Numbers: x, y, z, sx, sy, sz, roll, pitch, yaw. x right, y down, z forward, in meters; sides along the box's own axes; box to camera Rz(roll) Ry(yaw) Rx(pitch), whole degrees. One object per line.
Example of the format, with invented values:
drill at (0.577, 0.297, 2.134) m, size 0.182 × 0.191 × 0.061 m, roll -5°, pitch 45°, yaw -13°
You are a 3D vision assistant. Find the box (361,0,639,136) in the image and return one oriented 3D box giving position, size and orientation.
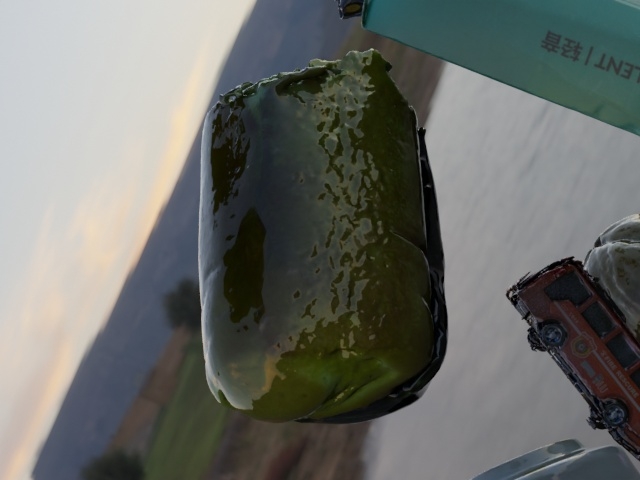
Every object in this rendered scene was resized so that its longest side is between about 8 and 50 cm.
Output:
box at (0.218, -0.218, 1.345) m, size 0.205 × 0.311 × 0.118 m, roll -44°, pitch -26°, yaw -59°

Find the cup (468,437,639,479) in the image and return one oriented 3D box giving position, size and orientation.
cup at (0.295, 0.367, 1.867) m, size 0.347 × 0.347 × 0.163 m, roll 118°, pitch 133°, yaw -65°

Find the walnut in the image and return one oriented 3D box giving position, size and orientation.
walnut at (0.514, 0.079, 2.049) m, size 0.227 × 0.283 × 0.283 m, roll -56°, pitch 0°, yaw -10°

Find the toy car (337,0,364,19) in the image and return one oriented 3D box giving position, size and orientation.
toy car at (0.078, -0.432, 2.259) m, size 0.191 × 0.100 × 0.097 m, roll 121°, pitch 141°, yaw -69°

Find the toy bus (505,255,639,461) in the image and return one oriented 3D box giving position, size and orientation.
toy bus at (0.296, 0.125, 1.504) m, size 0.096 × 0.235 × 0.073 m, roll -34°, pitch -8°, yaw -9°

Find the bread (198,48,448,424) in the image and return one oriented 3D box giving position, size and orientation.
bread at (0.000, 0.000, 1.423) m, size 0.208 × 0.251 × 0.376 m, roll 81°, pitch -173°, yaw -65°
